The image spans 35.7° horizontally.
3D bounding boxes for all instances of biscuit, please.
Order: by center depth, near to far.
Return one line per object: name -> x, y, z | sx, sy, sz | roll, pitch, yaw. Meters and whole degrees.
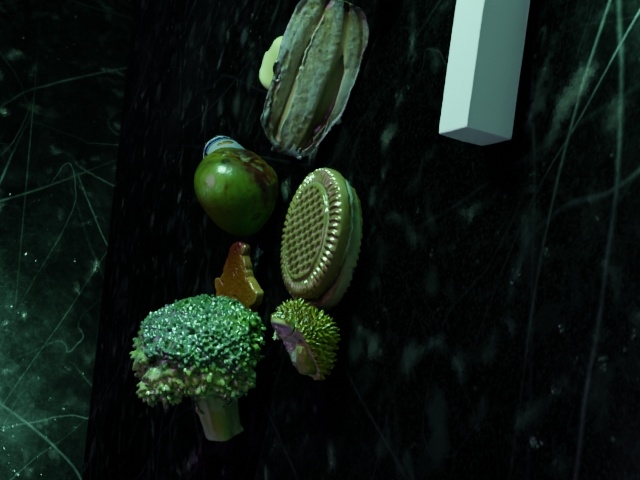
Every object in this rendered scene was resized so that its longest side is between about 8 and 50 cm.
biscuit -> 0.000, 0.000, 1.783 | 0.259, 0.079, 0.259 | -39, 45, 54
biscuit -> -0.177, 0.137, 2.153 | 0.183, 0.043, 0.280 | 25, 115, 55

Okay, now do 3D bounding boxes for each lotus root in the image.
lotus root -> -0.009, -0.309, 1.897 | 0.329, 0.167, 0.078 | -66, -4, 26

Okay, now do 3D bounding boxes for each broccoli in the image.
broccoli -> -0.273, 0.256, 2.040 | 0.375, 0.249, 0.301 | 1, 83, 48

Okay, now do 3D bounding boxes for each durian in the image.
durian -> -0.027, 0.167, 1.738 | 0.208, 0.102, 0.146 | 20, 137, 61

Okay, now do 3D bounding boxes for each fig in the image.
fig -> -0.178, -0.103, 2.130 | 0.181, 0.181, 0.191 | -150, 49, -66

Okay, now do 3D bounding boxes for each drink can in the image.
drink can -> -0.206, -0.178, 2.330 | 0.235, 0.097, 0.097 | -138, 62, -65

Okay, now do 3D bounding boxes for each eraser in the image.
eraser -> 0.232, -0.287, 1.375 | 0.078, 0.076, 0.298 | 174, 105, -66

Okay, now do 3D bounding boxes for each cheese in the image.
cheese -> -0.051, -0.356, 2.110 | 0.255, 0.050, 0.127 | 37, 115, 54

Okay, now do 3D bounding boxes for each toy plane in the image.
toy plane -> -0.146, 0.051, 2.166 | 0.078, 0.031, 0.083 | -97, 27, -70
